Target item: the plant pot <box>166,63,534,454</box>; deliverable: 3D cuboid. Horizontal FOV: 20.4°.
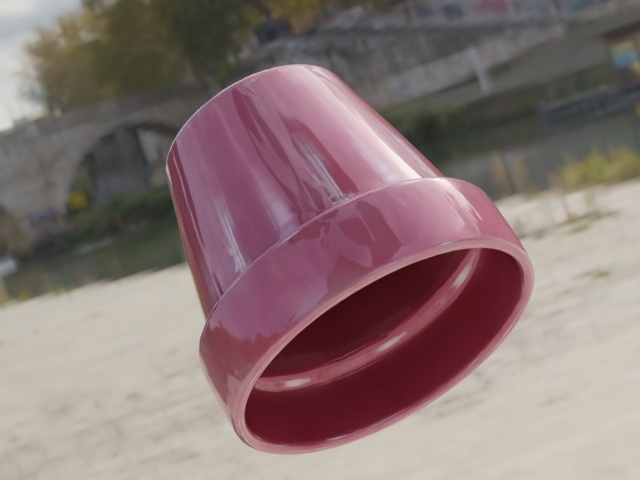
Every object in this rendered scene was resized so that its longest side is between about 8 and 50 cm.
[{"bbox_3d":[0.000,0.000,1.077,0.201,0.180,0.201,-23,-29,-14],"label":"plant pot"}]
